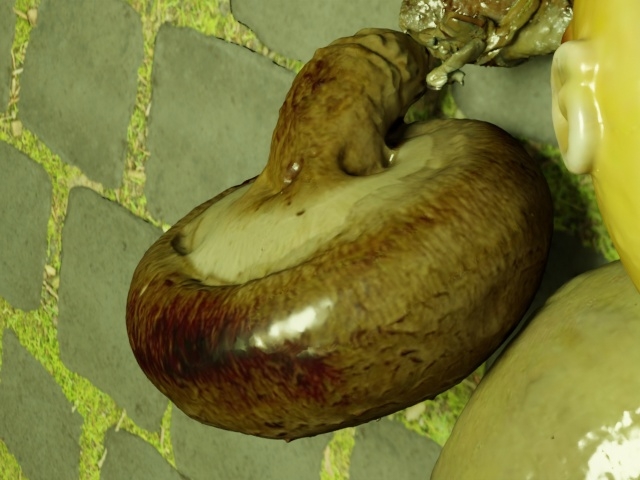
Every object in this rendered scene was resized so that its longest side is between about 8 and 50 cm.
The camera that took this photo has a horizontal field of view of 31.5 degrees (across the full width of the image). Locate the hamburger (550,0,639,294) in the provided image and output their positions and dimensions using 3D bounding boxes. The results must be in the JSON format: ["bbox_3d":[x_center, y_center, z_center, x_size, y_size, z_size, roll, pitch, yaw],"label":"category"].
[{"bbox_3d":[0.226,-0.086,0.610,0.186,0.261,0.303,-10,68,26],"label":"hamburger"}]

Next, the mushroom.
[{"bbox_3d":[0.013,0.021,0.855,0.239,0.345,0.345,40,131,-4],"label":"mushroom"}]

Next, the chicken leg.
[{"bbox_3d":[0.154,-0.154,0.809,0.196,0.125,0.080,0,116,6],"label":"chicken leg"}]

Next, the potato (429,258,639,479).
[{"bbox_3d":[0.172,0.143,0.712,0.189,0.264,0.211,63,175,-6],"label":"potato"}]
